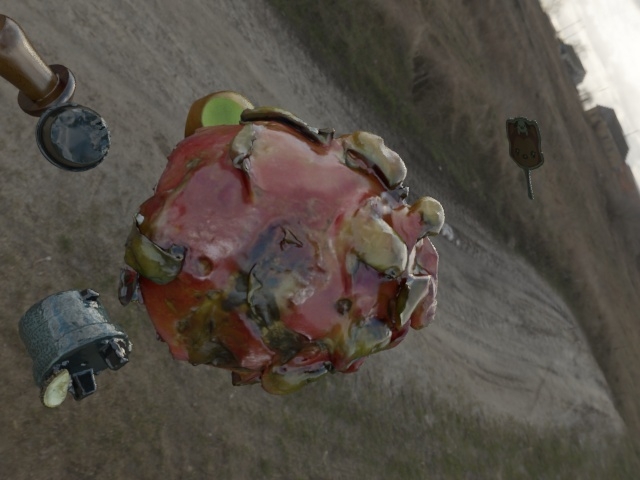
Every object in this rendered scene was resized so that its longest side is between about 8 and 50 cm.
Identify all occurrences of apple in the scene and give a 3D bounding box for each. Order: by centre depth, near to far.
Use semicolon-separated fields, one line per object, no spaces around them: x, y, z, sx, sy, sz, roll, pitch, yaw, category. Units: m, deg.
-0.207;-0.238;1.067;0.146;0.163;0.147;149;-69;-76;apple

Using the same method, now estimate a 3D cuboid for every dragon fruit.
0.000;0.000;0.544;0.296;0.263;0.314;70;32;-42;dragon fruit

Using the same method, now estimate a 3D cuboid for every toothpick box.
-0.870;-0.504;1.490;0.294;0.192;0.192;60;21;-58;toothpick box

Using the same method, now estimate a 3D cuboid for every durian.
-0.693;0.388;1.307;0.066;0.130;0.052;14;20;-20;durian

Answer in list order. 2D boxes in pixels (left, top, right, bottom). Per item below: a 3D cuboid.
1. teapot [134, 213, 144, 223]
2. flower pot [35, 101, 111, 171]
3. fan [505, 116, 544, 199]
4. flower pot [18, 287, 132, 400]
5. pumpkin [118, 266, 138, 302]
-0.642;-0.087;1.842;0.064;0.083;0.064;-67;157;-8;teapot
-0.539;-0.229;1.122;0.157;0.107;0.157;-8;104;-33;flower pot
0.513;-0.202;1.260;0.132;0.009;0.220;-135;-154;-65;fan
-0.733;0.322;1.553;0.283;0.299;0.299;52;24;22;flower pot
-0.664;0.171;1.949;0.280;0.190;0.139;6;81;-39;pumpkin
